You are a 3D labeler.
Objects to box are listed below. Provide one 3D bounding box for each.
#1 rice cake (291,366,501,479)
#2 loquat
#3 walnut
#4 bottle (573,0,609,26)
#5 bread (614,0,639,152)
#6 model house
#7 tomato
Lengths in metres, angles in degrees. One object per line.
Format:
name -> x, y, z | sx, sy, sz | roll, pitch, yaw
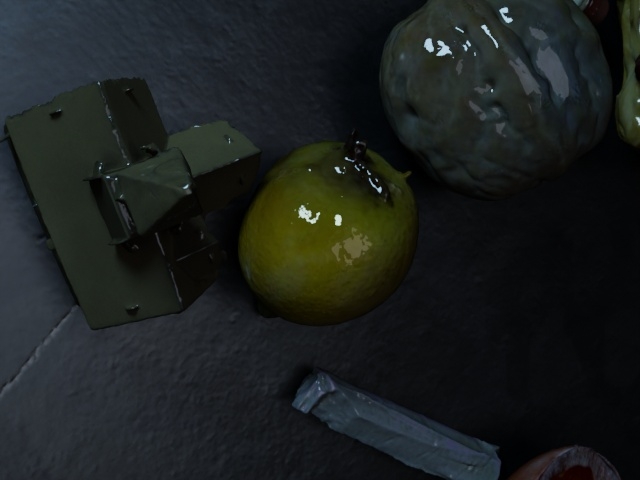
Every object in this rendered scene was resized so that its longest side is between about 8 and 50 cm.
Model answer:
rice cake -> 0.088, 0.197, 0.825 | 0.270, 0.049, 0.055 | 27, 101, -23
loquat -> 0.000, 0.000, 0.721 | 0.149, 0.204, 0.172 | 31, 35, -17
walnut -> 0.165, -0.150, 0.778 | 0.224, 0.224, 0.224 | -1, 91, -26
bottle -> 0.202, -0.290, 0.840 | 0.245, 0.104, 0.104 | 21, 82, -24
bread -> 0.452, -0.269, 0.919 | 0.314, 0.192, 0.369 | -1, 100, -36
model house -> -0.118, -0.038, 0.610 | 0.176, 0.248, 0.180 | -23, 102, -24
tomato -> 0.242, 0.318, 0.867 | 0.199, 0.112, 0.228 | -46, 118, -34
